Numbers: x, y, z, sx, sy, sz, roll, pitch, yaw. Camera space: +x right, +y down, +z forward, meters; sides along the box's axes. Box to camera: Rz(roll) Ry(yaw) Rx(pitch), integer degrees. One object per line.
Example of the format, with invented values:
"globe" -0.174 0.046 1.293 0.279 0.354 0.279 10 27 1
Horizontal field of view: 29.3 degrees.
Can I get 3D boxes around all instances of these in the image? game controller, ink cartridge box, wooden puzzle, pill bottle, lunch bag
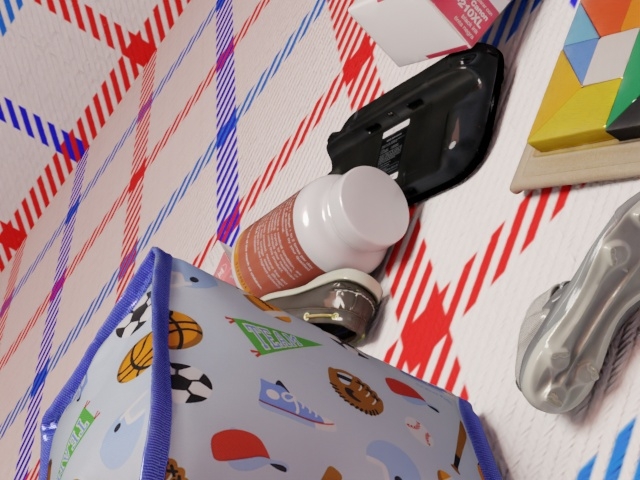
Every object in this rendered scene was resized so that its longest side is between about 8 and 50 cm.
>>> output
"game controller" 0.097 -0.110 1.412 0.319 0.067 0.166 -25 54 57
"ink cartridge box" -0.157 0.111 1.657 0.198 0.067 0.115 -57 22 8
"wooden puzzle" 0.265 -0.152 1.086 0.239 0.044 0.221 -11 54 63
"pill bottle" 0.000 0.000 1.378 0.216 0.121 0.121 -33 34 50
"ink cartridge box" 0.167 -0.321 1.387 0.237 0.100 0.172 -50 19 -15
"lunch bag" -0.030 0.234 0.855 0.239 0.328 0.385 -57 22 19

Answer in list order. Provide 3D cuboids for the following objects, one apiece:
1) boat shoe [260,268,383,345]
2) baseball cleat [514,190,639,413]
"boat shoe" -0.023 0.098 1.356 0.228 0.081 0.068 -30 32 48
"baseball cleat" 0.209 0.032 0.939 0.206 0.072 0.109 -54 15 5
